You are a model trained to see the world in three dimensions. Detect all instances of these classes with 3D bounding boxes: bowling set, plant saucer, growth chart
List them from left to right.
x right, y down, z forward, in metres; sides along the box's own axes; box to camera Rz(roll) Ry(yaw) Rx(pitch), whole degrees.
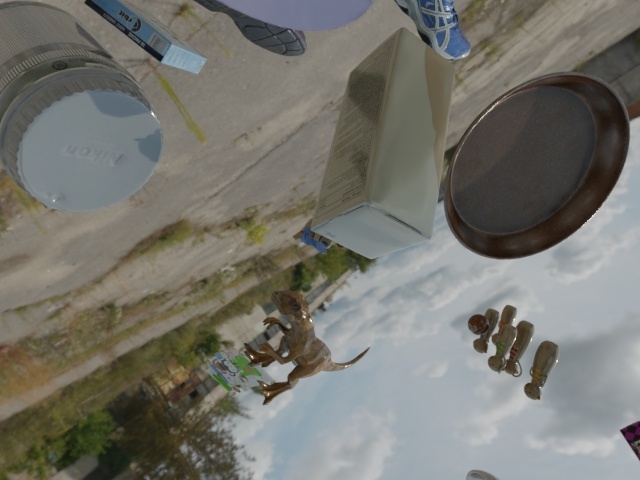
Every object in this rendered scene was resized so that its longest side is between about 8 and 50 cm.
[{"bbox_3d":[-0.231,0.361,1.326,0.237,0.172,0.021,-27,-156,42],"label":"growth chart"},{"bbox_3d":[0.460,0.272,1.269,0.287,0.199,0.154,-96,-160,-75],"label":"bowling set"},{"bbox_3d":[0.179,-0.060,0.413,0.168,0.168,0.029,-33,-147,6],"label":"plant saucer"}]

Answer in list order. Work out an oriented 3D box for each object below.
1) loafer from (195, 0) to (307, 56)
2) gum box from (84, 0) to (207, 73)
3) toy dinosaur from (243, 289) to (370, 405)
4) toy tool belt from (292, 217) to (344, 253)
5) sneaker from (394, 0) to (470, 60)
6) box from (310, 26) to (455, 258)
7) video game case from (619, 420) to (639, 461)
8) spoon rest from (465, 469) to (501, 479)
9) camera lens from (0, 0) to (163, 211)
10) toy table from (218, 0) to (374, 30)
[{"bbox_3d":[-0.118,-0.424,0.841,0.109,0.095,0.302,4,176,34],"label":"loafer"},{"bbox_3d":[-0.307,-0.377,0.878,0.041,0.157,0.184,-52,-176,13],"label":"gum box"},{"bbox_3d":[-0.012,0.125,0.508,0.112,0.064,0.211,-24,144,5],"label":"toy dinosaur"},{"bbox_3d":[0.000,0.000,0.790,0.051,0.083,0.052,-43,150,-42],"label":"toy tool belt"},{"bbox_3d":[0.205,-0.401,0.841,0.081,0.211,0.080,-24,-138,41],"label":"sneaker"},{"bbox_3d":[0.099,-0.144,0.735,0.148,0.121,0.311,-22,-131,55],"label":"box"},{"bbox_3d":[0.578,0.367,0.728,0.232,0.210,0.042,8,137,-39],"label":"video game case"},{"bbox_3d":[0.391,0.547,0.986,0.084,0.137,0.276,-13,167,-27],"label":"spoon rest"},{"bbox_3d":[-0.388,-0.201,0.715,0.219,0.274,0.219,-33,150,-22],"label":"camera lens"},{"bbox_3d":[-0.057,-0.291,0.314,0.252,0.274,0.161,-8,-124,44],"label":"toy table"}]
